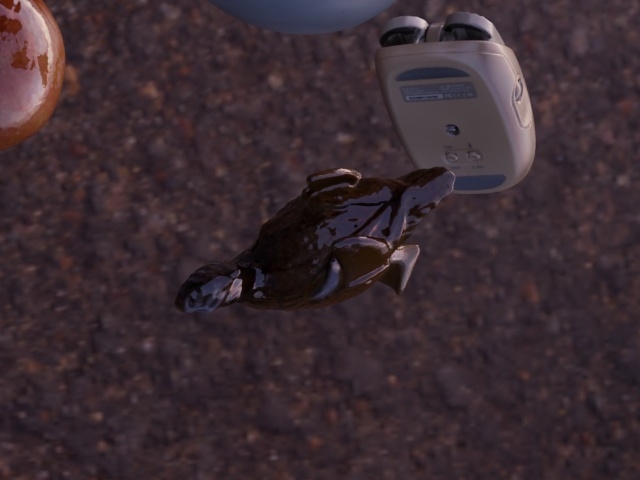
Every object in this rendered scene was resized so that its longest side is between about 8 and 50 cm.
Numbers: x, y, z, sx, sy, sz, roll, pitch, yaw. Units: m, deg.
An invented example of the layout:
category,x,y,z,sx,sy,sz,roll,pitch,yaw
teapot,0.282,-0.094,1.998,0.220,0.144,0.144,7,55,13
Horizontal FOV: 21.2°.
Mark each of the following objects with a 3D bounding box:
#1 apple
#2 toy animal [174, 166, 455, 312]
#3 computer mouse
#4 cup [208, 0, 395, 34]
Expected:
category,x,y,z,sx,sy,sz,roll,pitch,yaw
apple,-0.339,-0.169,1.633,0.162,0.201,0.201,33,61,-45
toy animal,0.000,0.000,1.141,0.179,0.188,0.089,-14,75,-45
computer mouse,0.141,-0.142,1.753,0.236,0.145,0.082,62,34,-44
cup,0.016,-0.297,1.122,0.205,0.312,0.205,14,42,-13
